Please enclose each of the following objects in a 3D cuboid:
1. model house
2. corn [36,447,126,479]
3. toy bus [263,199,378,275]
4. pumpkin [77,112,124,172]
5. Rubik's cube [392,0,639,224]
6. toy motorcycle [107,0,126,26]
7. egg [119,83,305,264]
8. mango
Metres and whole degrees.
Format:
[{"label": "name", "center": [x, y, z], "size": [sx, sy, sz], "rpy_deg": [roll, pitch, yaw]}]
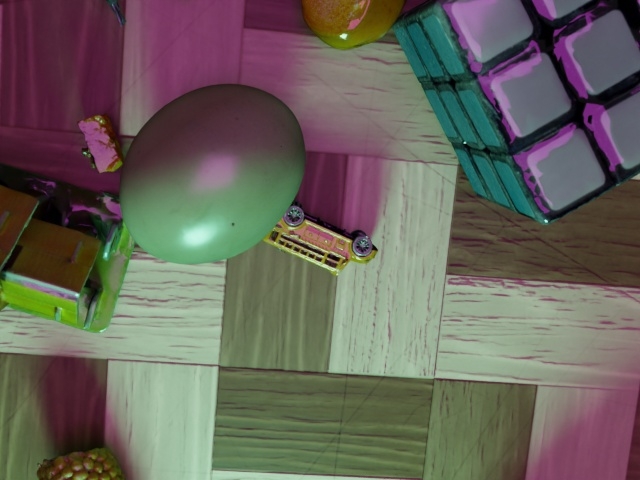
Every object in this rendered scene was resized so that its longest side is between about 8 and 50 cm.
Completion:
[{"label": "model house", "center": [-0.436, 0.084, 1.056], "size": [0.300, 0.323, 0.340], "rpy_deg": [18, 97, -7]}, {"label": "corn", "center": [-0.310, 0.485, 1.230], "size": [0.143, 0.144, 0.387], "rpy_deg": [-15, 95, -2]}, {"label": "toy bus", "center": [0.000, 0.000, 1.207], "size": [0.162, 0.069, 0.074], "rpy_deg": [24, 97, -7]}, {"label": "pumpkin", "center": [-0.307, -0.133, 1.158], "size": [0.053, 0.074, 0.083], "rpy_deg": [-24, 98, -5]}, {"label": "Rubik's cube", "center": [0.306, -0.234, 1.078], "size": [0.303, 0.305, 0.301], "rpy_deg": [-30, 99, -1]}, {"label": "toy motorcycle", "center": [-0.275, -0.424, 1.108], "size": [0.157, 0.091, 0.263], "rpy_deg": [-34, 98, 10]}, {"label": "egg", "center": [-0.144, -0.088, 1.105], "size": [0.269, 0.219, 0.219], "rpy_deg": [-32, 100, 5]}, {"label": "mango", "center": [0.057, -0.366, 1.139], "size": [0.141, 0.102, 0.217], "rpy_deg": [18, 94, 18]}]
